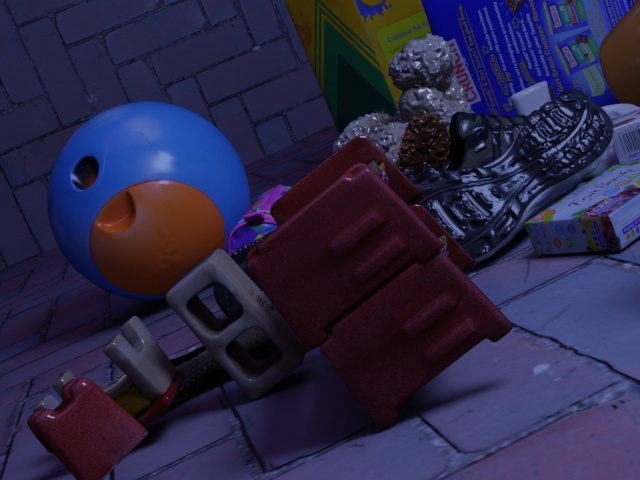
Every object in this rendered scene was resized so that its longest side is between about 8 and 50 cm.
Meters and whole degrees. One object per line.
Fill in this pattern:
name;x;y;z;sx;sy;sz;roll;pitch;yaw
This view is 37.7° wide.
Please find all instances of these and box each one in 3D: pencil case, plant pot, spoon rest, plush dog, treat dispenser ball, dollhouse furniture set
pencil case;-0.062;-0.014;1.286;0.104;0.104;0.236;-21;10;9
plant pot;0.459;-0.248;1.161;0.205;0.205;0.188;-31;-2;-38
spoon rest;0.328;-0.130;1.155;0.137;0.084;0.276;-25;24;-5
plush dog;0.122;-0.102;1.243;0.262;0.210;0.225;-52;2;46
treat dispenser ball;-0.246;-0.057;1.358;0.288;0.288;0.288;-22;11;4
dollhouse furniture set;-0.057;0.093;0.733;0.374;0.152;0.201;-38;8;11

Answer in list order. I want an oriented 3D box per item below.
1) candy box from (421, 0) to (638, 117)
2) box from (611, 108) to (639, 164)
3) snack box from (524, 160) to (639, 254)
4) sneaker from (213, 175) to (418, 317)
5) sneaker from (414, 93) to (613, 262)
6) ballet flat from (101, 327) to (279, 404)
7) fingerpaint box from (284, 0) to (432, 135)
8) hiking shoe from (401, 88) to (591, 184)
candy box;0.343;-0.309;1.432;0.317;0.268;0.122;-13;12;42
box;0.452;-0.140;0.931;0.324;0.067;0.063;-19;11;23
snack box;0.270;-0.033;0.855;0.141;0.037;0.100;-29;11;-31
sneaker;0.000;0.000;1.090;0.286;0.109;0.130;-23;4;-13
sneaker;0.182;-0.036;0.960;0.271;0.100;0.108;-32;-23;-9
ballet flat;-0.110;0.107;0.893;0.249;0.058;0.084;-22;10;3
fingerpaint box;0.178;-0.370;1.803;0.163;0.371;0.445;-12;16;44
hiking shoe;0.204;-0.110;1.054;0.227;0.114;0.086;-41;17;-4
